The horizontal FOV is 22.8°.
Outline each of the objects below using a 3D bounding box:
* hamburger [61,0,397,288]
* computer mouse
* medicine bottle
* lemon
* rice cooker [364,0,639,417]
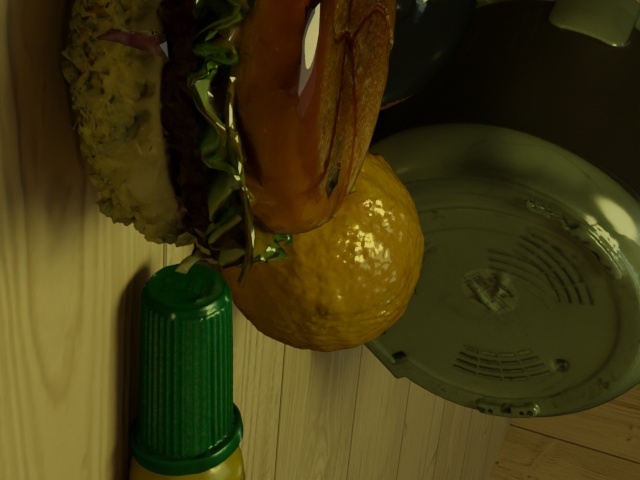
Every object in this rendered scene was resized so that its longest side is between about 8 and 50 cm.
[{"bbox_3d":[-0.044,-0.107,0.787,0.243,0.139,0.261,-39,138,-71],"label":"hamburger"},{"bbox_3d":[0.043,-0.182,1.108,0.323,0.116,0.183,-39,138,-65],"label":"computer mouse"},{"bbox_3d":[-0.087,0.148,1.032,0.111,0.076,0.309,-61,161,-51],"label":"medicine bottle"},{"bbox_3d":[0.000,0.000,1.078,0.187,0.142,0.142,72,36,-57],"label":"lemon"},{"bbox_3d":[0.193,-0.041,1.411,0.325,0.335,0.335,-61,161,-45],"label":"rice cooker"}]
